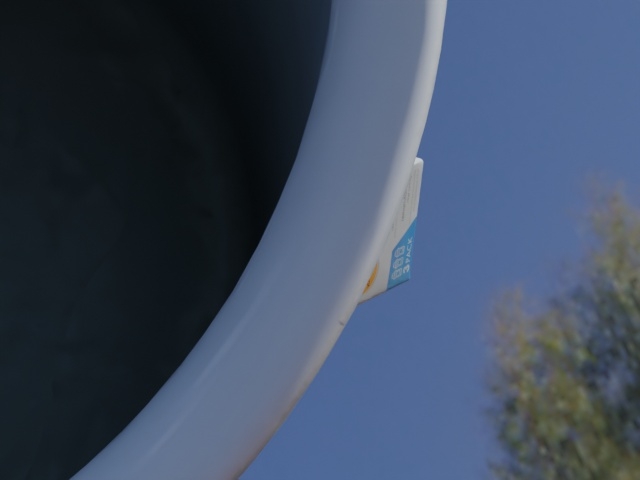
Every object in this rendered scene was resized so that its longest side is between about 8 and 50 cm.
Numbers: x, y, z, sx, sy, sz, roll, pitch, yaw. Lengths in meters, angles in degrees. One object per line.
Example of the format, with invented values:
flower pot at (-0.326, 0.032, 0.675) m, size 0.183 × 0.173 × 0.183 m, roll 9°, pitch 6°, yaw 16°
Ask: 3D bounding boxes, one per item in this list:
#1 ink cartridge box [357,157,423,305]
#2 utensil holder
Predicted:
ink cartridge box at (0.000, 0.000, 1.394) m, size 0.181 × 0.062 × 0.104 m, roll -24°, pitch -55°, yaw -50°
utensil holder at (-0.151, -0.026, 0.520) m, size 0.328 × 0.327 × 0.385 m, roll -15°, pitch -11°, yaw -7°
